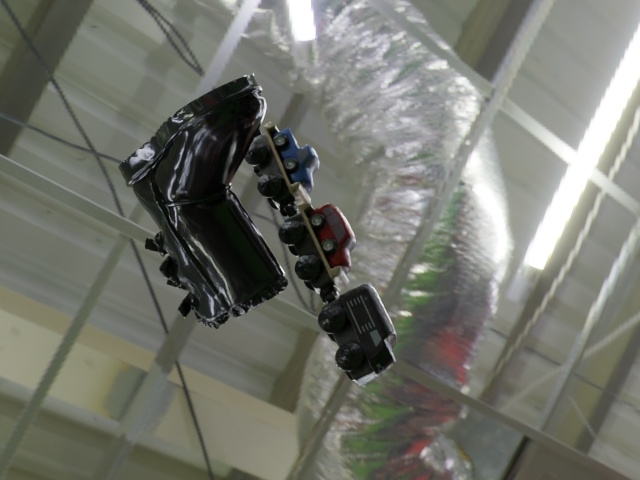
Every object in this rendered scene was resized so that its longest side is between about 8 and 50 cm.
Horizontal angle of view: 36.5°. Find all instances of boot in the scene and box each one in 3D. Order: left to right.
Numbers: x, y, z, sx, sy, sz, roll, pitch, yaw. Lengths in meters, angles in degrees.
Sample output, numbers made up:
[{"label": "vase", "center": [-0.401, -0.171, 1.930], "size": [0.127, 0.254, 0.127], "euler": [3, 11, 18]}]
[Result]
[{"label": "boot", "center": [-0.047, -0.014, 0.480], "size": [0.045, 0.121, 0.099], "euler": [-28, -92, -42]}]

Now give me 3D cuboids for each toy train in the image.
[{"label": "toy train", "center": [0.000, 0.000, 0.504], "size": [0.036, 0.158, 0.027], "euler": [-27, -26, 4]}]
